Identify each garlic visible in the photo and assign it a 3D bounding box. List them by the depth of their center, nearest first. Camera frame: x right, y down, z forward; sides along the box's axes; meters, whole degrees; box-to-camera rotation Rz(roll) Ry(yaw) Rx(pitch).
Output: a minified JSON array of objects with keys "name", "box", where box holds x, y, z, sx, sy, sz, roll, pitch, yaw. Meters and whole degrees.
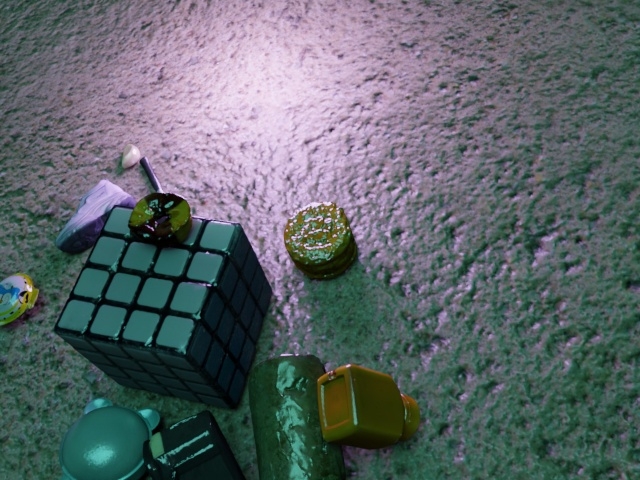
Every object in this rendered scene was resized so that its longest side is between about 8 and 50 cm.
[{"name":"garlic","box":[-0.559,-0.252,2.174,0.053,0.041,0.083,-21,50,14]}]

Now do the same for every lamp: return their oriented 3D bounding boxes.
[{"name":"lamp","box":[-0.495,0.498,1.676,0.209,0.147,0.284,9,64,13]}]

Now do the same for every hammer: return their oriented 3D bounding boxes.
[{"name":"hammer","box":[-0.470,-0.151,2.105,0.103,0.029,0.246,-31,58,-7]}]

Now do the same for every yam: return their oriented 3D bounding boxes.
[{"name":"yam","box":[-0.055,0.404,1.618,0.195,0.195,0.300,-11,60,5]}]

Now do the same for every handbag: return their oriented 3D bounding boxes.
[{"name":"handbag","box":[-0.266,0.505,1.575,0.181,0.181,0.254,-26,103,-10]}]

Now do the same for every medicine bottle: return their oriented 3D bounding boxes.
[{"name":"medicine bottle","box":[0.106,0.363,1.577,0.112,0.222,0.149,-31,51,35]}]

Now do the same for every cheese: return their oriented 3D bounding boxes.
[{"name":"cheese","box":[-0.867,0.158,1.992,0.250,0.064,0.157,-3,59,24]}]

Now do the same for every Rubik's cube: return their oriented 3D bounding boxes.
[{"name":"Rubik's cube","box":[-0.341,0.158,1.724,0.343,0.344,0.337,7,62,18]}]

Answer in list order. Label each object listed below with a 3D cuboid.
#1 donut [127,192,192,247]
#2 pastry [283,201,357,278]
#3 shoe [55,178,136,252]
[{"name":"donut","box":[-0.346,-0.042,1.609,0.140,0.059,0.140,-5,56,7]},{"name":"pastry","box":[0.000,0.000,1.879,0.188,0.103,0.189,-5,60,9]},{"name":"shoe","box":[-0.648,-0.073,2.064,0.245,0.095,0.137,-39,57,-15]}]
